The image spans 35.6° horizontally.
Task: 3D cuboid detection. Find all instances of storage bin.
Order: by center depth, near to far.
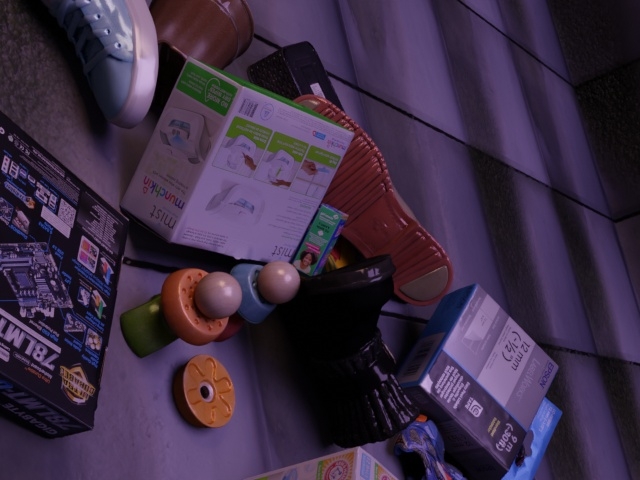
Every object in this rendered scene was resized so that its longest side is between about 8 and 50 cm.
[{"bbox_3d":[-0.037,-0.252,1.772,0.180,0.084,0.122,64,31,-4],"label":"storage bin"}]

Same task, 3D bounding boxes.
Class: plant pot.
[{"bbox_3d":[-0.206,-0.289,1.479,0.167,0.167,0.165,50,44,-26],"label":"plant pot"}]

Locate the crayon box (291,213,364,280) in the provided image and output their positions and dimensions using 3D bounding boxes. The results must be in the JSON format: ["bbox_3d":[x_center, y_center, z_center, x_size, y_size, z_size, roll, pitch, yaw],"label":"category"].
[{"bbox_3d":[0.014,-0.012,1.697,0.318,0.081,0.202,41,39,-37],"label":"crayon box"}]

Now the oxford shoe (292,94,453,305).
[{"bbox_3d":[0.064,-0.064,1.643,0.397,0.140,0.146,56,1,-8],"label":"oxford shoe"}]

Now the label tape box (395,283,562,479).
[{"bbox_3d":[0.317,0.288,1.808,0.348,0.115,0.249,43,56,-11],"label":"label tape box"}]

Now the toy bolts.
[{"bbox_3d":[-0.114,0.116,1.340,0.218,0.158,0.228,63,31,-8],"label":"toy bolts"}]

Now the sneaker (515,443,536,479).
[{"bbox_3d":[0.359,0.374,1.948,0.121,0.112,0.299,-24,92,-59],"label":"sneaker"}]

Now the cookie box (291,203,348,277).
[{"bbox_3d":[0.000,0.000,1.515,0.040,0.107,0.092,26,4,6],"label":"cookie box"}]

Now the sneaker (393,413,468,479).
[{"bbox_3d":[0.188,0.411,1.710,0.087,0.083,0.221,-35,95,-45],"label":"sneaker"}]

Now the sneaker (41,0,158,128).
[{"bbox_3d":[-0.328,-0.321,1.354,0.150,0.135,0.365,0,67,-39],"label":"sneaker"}]

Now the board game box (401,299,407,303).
[{"bbox_3d":[0.132,-0.018,1.892,0.136,0.030,0.259,39,38,-67],"label":"board game box"}]

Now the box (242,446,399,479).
[{"bbox_3d":[-0.005,0.363,1.305,0.103,0.203,0.114,45,37,-32],"label":"box"}]

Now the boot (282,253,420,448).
[{"bbox_3d":[0.062,0.167,1.457,0.131,0.348,0.260,-19,83,-14],"label":"boot"}]

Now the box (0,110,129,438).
[{"bbox_3d":[-0.341,0.027,1.097,0.295,0.073,0.293,47,36,-46],"label":"box"}]

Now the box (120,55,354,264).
[{"bbox_3d":[-0.109,-0.100,1.406,0.127,0.231,0.262,33,12,35],"label":"box"}]
